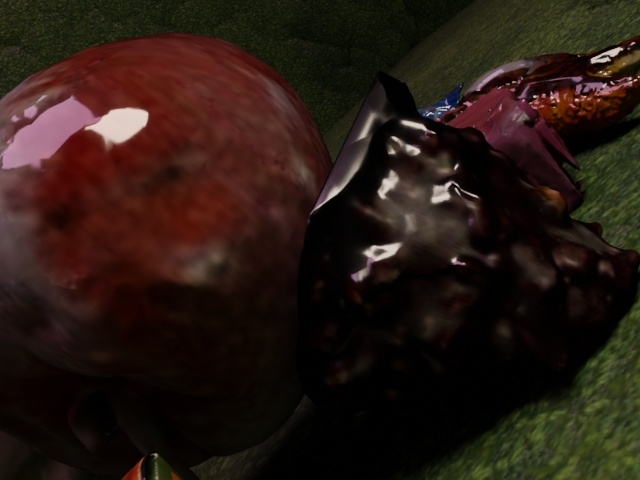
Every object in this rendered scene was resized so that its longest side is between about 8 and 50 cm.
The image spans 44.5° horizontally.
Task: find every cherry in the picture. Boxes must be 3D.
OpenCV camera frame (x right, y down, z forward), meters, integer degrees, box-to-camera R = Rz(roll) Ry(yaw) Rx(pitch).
[{"bbox_3d":[-0.125,0.010,0.587,0.326,0.291,0.335,-62,14,19],"label":"cherry"}]

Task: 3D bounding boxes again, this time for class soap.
[{"bbox_3d":[0.110,-0.031,0.724,0.289,0.112,0.182,-29,22,51],"label":"soap"}]

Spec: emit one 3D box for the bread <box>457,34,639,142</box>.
[{"bbox_3d":[0.228,-0.133,0.784,0.269,0.095,0.139,-3,40,53],"label":"bread"}]

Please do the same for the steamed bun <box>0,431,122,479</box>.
[{"bbox_3d":[-0.282,0.271,0.684,0.310,0.219,0.324,61,-129,-85],"label":"steamed bun"}]

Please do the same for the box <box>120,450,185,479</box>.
[{"bbox_3d":[-0.090,0.216,0.308,0.195,0.148,0.177,-44,8,-9],"label":"box"}]

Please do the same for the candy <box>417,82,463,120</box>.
[{"bbox_3d":[0.101,-0.124,1.278,0.331,0.077,0.187,-43,3,-23],"label":"candy"}]

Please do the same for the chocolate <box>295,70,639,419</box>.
[{"bbox_3d":[0.106,0.027,0.504,0.206,0.177,0.224,75,-146,-50],"label":"chocolate"}]
